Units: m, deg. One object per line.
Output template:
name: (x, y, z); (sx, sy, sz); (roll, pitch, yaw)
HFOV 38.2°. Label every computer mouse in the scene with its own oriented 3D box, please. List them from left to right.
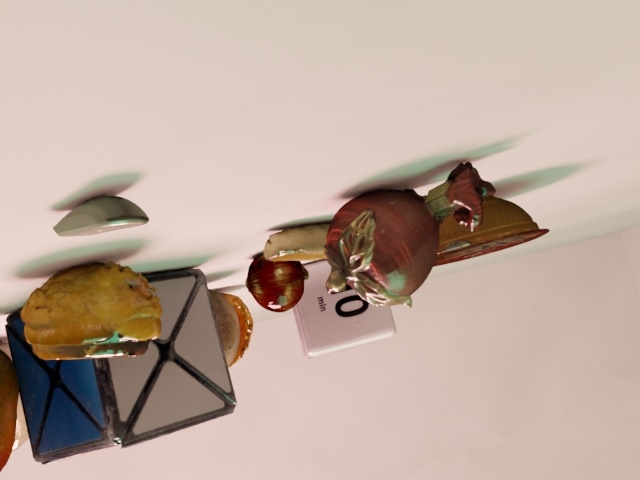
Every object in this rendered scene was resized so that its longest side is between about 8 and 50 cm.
computer mouse: (-0.212, -0.024, 0.880); (0.110, 0.032, 0.056); (-9, 176, 37)

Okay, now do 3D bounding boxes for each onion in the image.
onion: (-0.073, 0.071, 1.603); (0.118, 0.119, 0.117); (-16, 169, 8)

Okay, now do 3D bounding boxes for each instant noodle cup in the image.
instant noodle cup: (0.252, -0.020, 1.607); (0.274, 0.091, 0.274); (-14, 172, -2)

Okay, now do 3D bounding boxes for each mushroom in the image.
mushroom: (-0.250, 0.158, 1.715); (0.204, 0.204, 0.204); (-15, 173, -2)

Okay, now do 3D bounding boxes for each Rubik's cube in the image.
Rubik's cube: (-0.325, 0.203, 1.508); (0.259, 0.260, 0.254); (-18, 172, 42)

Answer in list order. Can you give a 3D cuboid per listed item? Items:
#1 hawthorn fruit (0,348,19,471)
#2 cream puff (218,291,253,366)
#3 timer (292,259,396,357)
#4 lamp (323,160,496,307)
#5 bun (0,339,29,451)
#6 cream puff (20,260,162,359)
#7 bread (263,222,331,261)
hawthorn fruit: (-0.603, 0.289, 1.417); (0.267, 0.301, 0.268); (-8, 158, -3)
cream puff: (-0.265, 0.189, 2.021); (0.169, 0.183, 0.183); (12, -168, 39)
timer: (0.039, 0.140, 1.997); (0.195, 0.192, 0.194); (-14, 173, -4)
lamp: (0.100, -0.013, 1.231); (0.223, 0.151, 0.215); (-58, -162, -21)
bun: (-0.679, 0.309, 1.821); (0.281, 0.205, 0.281); (-19, -150, 11)
cream puff: (-0.301, 0.094, 1.225); (0.189, 0.130, 0.189); (-5, 174, -1)
bread: (0.000, 0.001, 1.414); (0.214, 0.053, 0.073); (-5, 164, -42)
